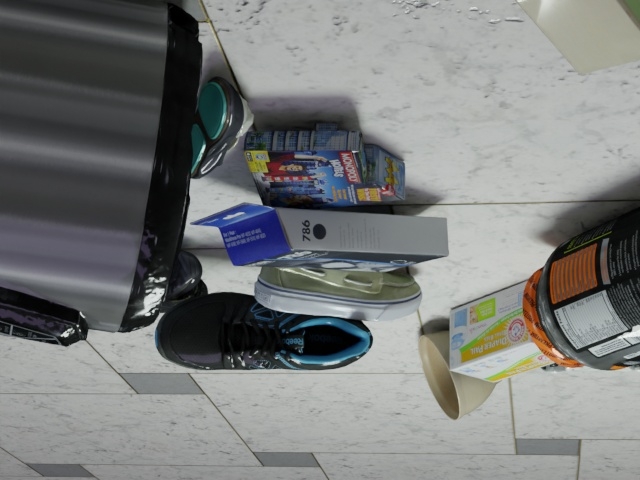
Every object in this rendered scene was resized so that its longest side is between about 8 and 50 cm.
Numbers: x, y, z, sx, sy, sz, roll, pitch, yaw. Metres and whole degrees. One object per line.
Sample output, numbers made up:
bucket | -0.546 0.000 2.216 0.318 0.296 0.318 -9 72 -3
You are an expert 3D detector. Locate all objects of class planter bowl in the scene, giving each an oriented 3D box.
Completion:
planter bowl | 0.258 0.227 2.370 0.109 0.162 0.162 -20 161 -13

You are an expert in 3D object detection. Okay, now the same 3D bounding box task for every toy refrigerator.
toy refrigerator | 0.232 -0.269 1.246 0.094 0.102 0.269 -12 152 31

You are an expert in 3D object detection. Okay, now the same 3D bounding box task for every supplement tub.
supplement tub | 0.453 0.063 1.866 0.207 0.207 0.338 16 155 -27

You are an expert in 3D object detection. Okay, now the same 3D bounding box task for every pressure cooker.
pressure cooker | -0.354 -0.101 1.392 0.421 0.375 0.369 9 126 -13

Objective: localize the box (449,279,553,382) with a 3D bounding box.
box | 0.319 0.154 2.217 0.103 0.114 0.203 18 152 -32

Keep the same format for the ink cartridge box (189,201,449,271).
ink cartridge box | 0.000 0.000 1.852 0.333 0.065 0.165 4 169 -31

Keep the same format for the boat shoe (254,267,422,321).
boat shoe | 0.041 0.062 2.052 0.302 0.094 0.109 3 -157 -36

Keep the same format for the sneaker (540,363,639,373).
sneaker | 0.519 0.182 2.288 0.292 0.110 0.118 -4 165 37

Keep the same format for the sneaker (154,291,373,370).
sneaker | -0.085 0.141 2.060 0.341 0.125 0.140 -1 179 -10

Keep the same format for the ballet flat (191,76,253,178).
ballet flat | -0.124 -0.144 1.642 0.074 0.074 0.203 10 150 -16

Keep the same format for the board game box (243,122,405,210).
board game box | 0.011 -0.098 1.729 0.194 0.060 0.194 -1 157 6

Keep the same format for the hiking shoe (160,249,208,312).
hiking shoe | -0.228 0.065 2.142 0.114 0.086 0.227 -2 166 -31
